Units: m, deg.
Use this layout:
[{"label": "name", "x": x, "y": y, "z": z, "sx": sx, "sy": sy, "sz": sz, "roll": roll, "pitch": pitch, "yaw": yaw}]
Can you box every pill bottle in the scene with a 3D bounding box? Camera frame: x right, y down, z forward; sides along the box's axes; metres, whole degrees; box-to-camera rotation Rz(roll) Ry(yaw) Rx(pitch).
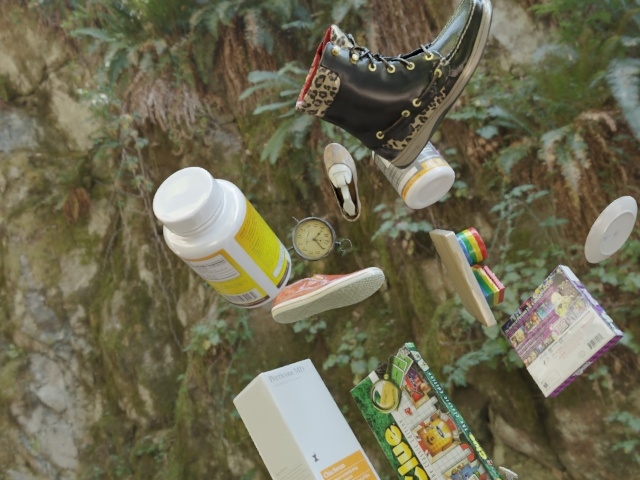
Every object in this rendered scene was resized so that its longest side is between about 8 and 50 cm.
[{"label": "pill bottle", "x": -0.131, "y": -0.002, "z": 0.776, "sx": 0.117, "sy": 0.117, "sz": 0.215, "roll": -17, "pitch": -37, "yaw": 13}, {"label": "pill bottle", "x": 0.250, "y": -0.240, "z": 1.665, "sx": 0.162, "sy": 0.279, "sz": 0.162, "roll": -25, "pitch": -27, "yaw": -14}]

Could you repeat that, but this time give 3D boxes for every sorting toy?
[{"label": "sorting toy", "x": 0.404, "y": 0.079, "z": 1.531, "sx": 0.089, "sy": 0.257, "sz": 0.255, "roll": -25, "pitch": 2, "yaw": 3}]

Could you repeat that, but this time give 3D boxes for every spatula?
[{"label": "spatula", "x": 0.429, "y": 0.570, "z": 1.477, "sx": 0.168, "sy": 0.019, "sz": 0.242, "roll": 20, "pitch": -17, "yaw": 26}]

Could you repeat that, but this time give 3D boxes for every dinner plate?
[{"label": "dinner plate", "x": 0.551, "y": -0.016, "z": 1.072, "sx": 0.141, "sy": 0.141, "sz": 0.017, "roll": -9, "pitch": 32, "yaw": -29}]

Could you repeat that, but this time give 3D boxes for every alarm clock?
[{"label": "alarm clock", "x": 0.000, "y": 0.000, "z": 1.708, "sx": 0.191, "sy": 0.130, "sz": 0.064, "roll": 13, "pitch": 3, "yaw": 10}]

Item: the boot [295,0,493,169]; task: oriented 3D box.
[{"label": "boot", "x": 0.142, "y": -0.356, "z": 1.155, "sx": 0.284, "sy": 0.138, "sz": 0.378, "roll": 22, "pitch": -59, "yaw": -14}]

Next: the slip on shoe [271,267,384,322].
[{"label": "slip on shoe", "x": 0.014, "y": 0.131, "z": 1.567, "sx": 0.331, "sy": 0.101, "sz": 0.123, "roll": -20, "pitch": -35, "yaw": 17}]

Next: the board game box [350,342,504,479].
[{"label": "board game box", "x": 0.156, "y": 0.297, "z": 0.842, "sx": 0.030, "sy": 0.260, "sz": 0.136, "roll": 6, "pitch": -47, "yaw": -49}]

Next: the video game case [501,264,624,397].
[{"label": "video game case", "x": 0.553, "y": 0.213, "z": 1.336, "sx": 0.041, "sy": 0.210, "sz": 0.232, "roll": 9, "pitch": -52, "yaw": -31}]

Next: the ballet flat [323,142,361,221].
[{"label": "ballet flat", "x": 0.089, "y": -0.201, "z": 2.077, "sx": 0.107, "sy": 0.316, "sz": 0.106, "roll": -14, "pitch": 35, "yaw": 13}]

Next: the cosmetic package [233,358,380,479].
[{"label": "cosmetic package", "x": -0.033, "y": 0.594, "z": 1.654, "sx": 0.230, "sy": 0.453, "sz": 0.161, "roll": -4, "pitch": -36, "yaw": -51}]
